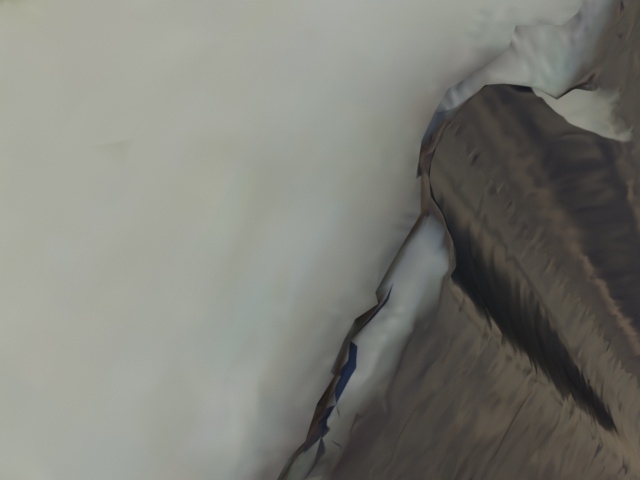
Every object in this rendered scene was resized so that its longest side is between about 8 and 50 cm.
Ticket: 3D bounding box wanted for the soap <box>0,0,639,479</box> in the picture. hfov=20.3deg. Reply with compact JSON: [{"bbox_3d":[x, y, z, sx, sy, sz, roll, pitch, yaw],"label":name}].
[{"bbox_3d":[0.000,0.000,0.528,0.350,0.213,0.435,-58,159,-1],"label":"soap"}]
